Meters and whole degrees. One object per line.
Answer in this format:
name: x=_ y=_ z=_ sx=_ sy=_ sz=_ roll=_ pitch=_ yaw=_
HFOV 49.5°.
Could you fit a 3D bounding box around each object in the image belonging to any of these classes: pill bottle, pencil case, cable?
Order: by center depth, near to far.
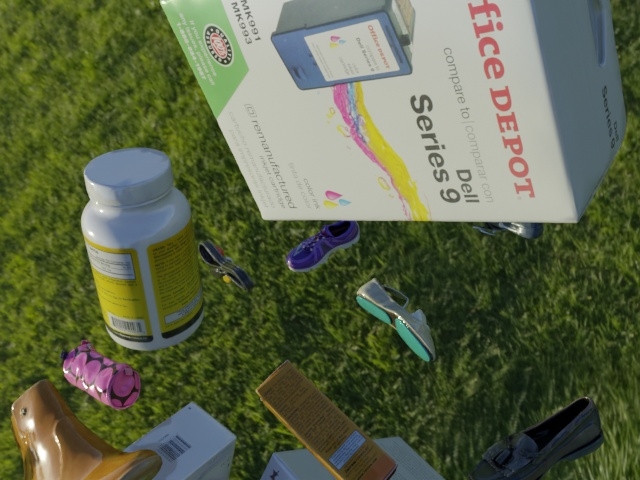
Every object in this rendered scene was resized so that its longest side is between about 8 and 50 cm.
pill bottle: x=-0.315 y=0.015 z=1.237 sx=0.187 sy=0.334 sz=0.188 roll=0 pitch=33 yaw=0
pencil case: x=-0.466 y=0.284 z=1.480 sx=0.209 sy=0.095 sz=0.098 roll=12 pitch=78 yaw=41
cable: x=-0.232 y=0.056 z=1.767 sx=0.072 sy=0.140 sz=0.287 roll=-33 pitch=14 yaw=-23

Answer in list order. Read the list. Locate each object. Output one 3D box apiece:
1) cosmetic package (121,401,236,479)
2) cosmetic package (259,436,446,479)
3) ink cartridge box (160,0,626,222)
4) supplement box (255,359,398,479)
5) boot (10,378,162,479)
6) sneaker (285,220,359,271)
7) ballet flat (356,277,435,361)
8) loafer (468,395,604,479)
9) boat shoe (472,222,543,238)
cosmetic package: x=-0.305 y=0.498 z=1.423 sx=0.138 sy=0.225 sz=0.224 roll=32 pitch=38 yaw=24
cosmetic package: x=0.086 y=0.579 z=1.524 sx=0.230 sy=0.453 sz=0.162 roll=37 pitch=107 yaw=40
ink cartridge box: x=0.038 y=-0.096 z=0.378 sx=0.212 sy=0.154 sz=0.093 roll=2 pitch=37 yaw=38
supplement box: x=0.008 y=0.292 z=1.064 sx=0.233 sy=0.078 sz=0.080 roll=39 pitch=72 yaw=19
boot: x=-0.354 y=0.289 z=0.986 sx=0.295 sy=0.104 sz=0.211 roll=-40 pitch=71 yaw=34
sneaker: x=0.000 y=0.000 z=1.431 sx=0.169 sy=0.071 sz=0.068 roll=-32 pitch=60 yaw=-6
ballet flat: x=0.186 y=0.170 z=1.571 sx=0.086 sy=0.086 sz=0.248 roll=-47 pitch=58 yaw=-5
loafer: x=0.353 y=0.337 z=1.155 sx=0.267 sy=0.084 sz=0.096 roll=-19 pitch=20 yaw=-21
boat shoe: x=0.306 y=-0.050 z=1.175 sx=0.095 sy=0.254 sz=0.079 roll=-7 pitch=98 yaw=-14
